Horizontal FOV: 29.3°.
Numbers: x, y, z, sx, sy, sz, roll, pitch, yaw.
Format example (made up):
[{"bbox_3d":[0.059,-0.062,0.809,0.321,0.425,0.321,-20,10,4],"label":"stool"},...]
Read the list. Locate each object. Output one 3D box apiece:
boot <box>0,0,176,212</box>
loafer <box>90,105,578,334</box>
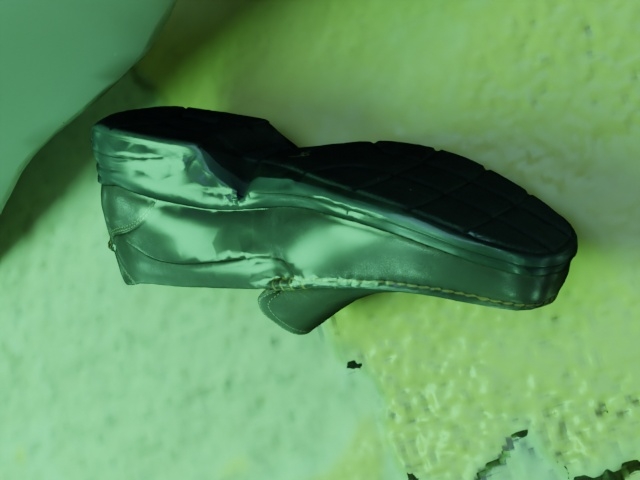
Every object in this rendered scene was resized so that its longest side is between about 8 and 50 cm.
[{"bbox_3d":[-0.138,-0.083,0.423,0.258,0.095,0.123,-43,59,39],"label":"boot"},{"bbox_3d":[0.000,0.000,0.390,0.170,0.062,0.061,16,112,34],"label":"loafer"}]
